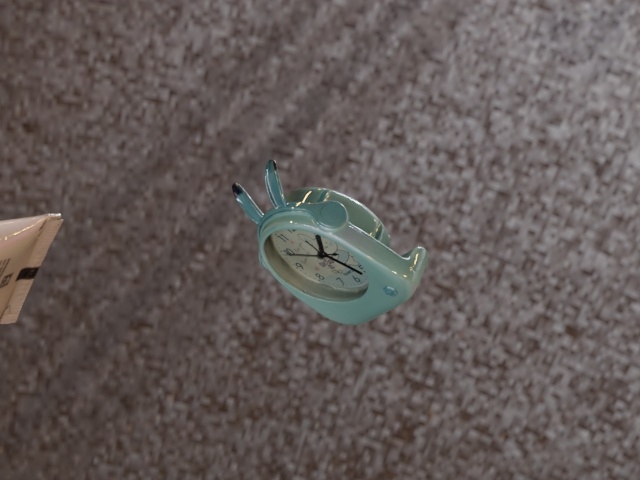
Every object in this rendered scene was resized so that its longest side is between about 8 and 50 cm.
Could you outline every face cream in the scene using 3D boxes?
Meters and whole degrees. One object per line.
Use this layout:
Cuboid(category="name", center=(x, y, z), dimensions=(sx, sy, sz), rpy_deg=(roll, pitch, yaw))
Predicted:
Cuboid(category="face cream", center=(-0.270, 0.024, 1.049), dimensions=(0.243, 0.092, 0.058), rpy_deg=(-3, 40, -49))

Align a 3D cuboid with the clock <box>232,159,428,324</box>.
Cuboid(category="clock", center=(0.000, 0.001, 1.255), dimensions=(0.147, 0.108, 0.045), rpy_deg=(38, 55, -16))
